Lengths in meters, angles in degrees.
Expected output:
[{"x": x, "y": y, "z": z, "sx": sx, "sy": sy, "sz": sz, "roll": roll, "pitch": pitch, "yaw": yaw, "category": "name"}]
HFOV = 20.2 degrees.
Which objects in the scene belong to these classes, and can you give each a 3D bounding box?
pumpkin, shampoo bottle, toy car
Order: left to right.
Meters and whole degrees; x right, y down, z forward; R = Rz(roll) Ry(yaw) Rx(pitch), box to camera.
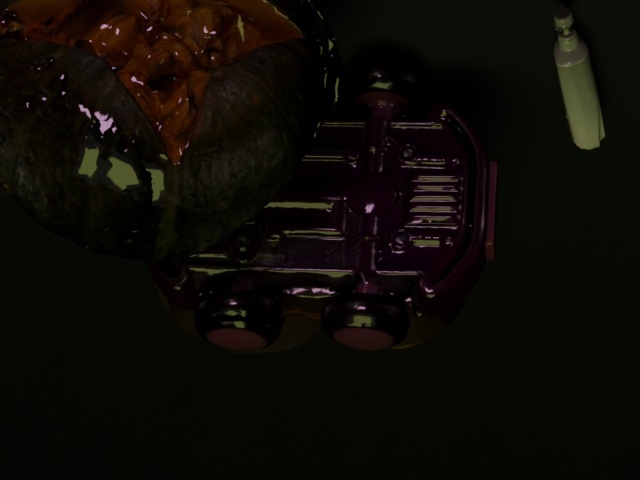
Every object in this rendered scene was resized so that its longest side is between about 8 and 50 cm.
[{"x": -0.150, "y": -0.134, "z": 1.509, "sx": 0.320, "sy": 0.320, "sz": 0.192, "roll": 17, "pitch": 148, "yaw": -6, "category": "pumpkin"}, {"x": 0.000, "y": 0.000, "z": 1.682, "sx": 0.340, "sy": 0.271, "sz": 0.240, "roll": 2, "pitch": 156, "yaw": 11, "category": "toy car"}, {"x": 0.227, "y": -0.147, "z": 1.598, "sx": 0.034, "sy": 0.049, "sz": 0.141, "roll": -7, "pitch": 134, "yaw": 14, "category": "shampoo bottle"}]
